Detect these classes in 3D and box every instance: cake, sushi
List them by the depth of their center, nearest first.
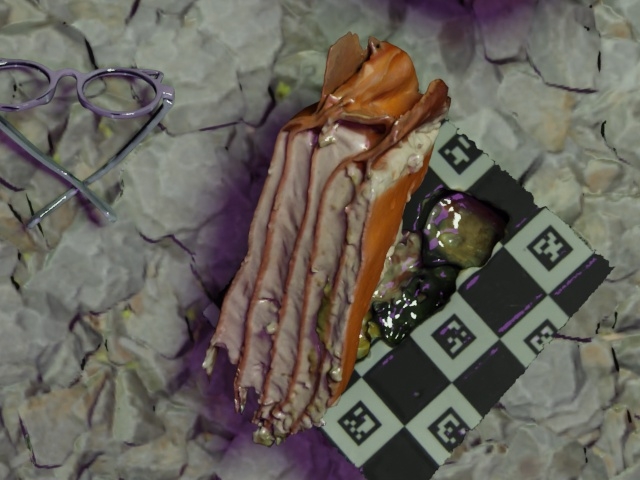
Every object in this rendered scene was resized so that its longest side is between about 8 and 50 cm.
[{"bbox_3d":[0.006,0.003,1.027,0.098,0.135,0.287,26,113,9],"label":"cake"},{"bbox_3d":[0.061,0.037,1.075,0.192,0.050,0.215,43,97,12],"label":"sushi"}]

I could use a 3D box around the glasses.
[{"bbox_3d":[-0.167,-0.063,1.057,0.139,0.062,0.104,2,129,-2],"label":"glasses"}]
